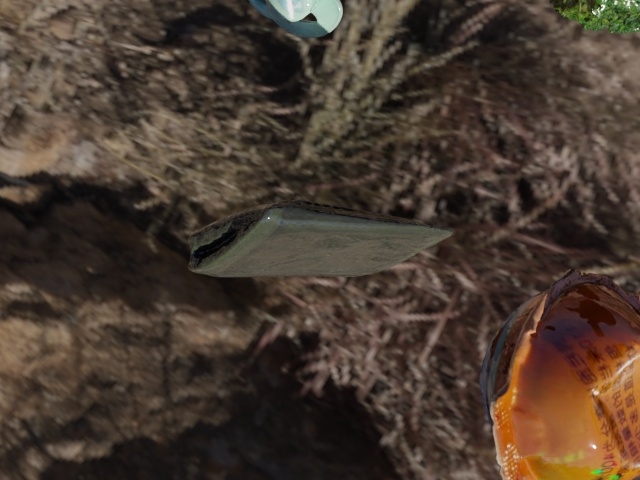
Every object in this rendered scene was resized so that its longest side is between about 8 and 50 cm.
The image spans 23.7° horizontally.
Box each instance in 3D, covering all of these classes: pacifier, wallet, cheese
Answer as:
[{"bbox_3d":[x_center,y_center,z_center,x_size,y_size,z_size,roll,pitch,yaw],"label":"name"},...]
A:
[{"bbox_3d":[-0.023,-0.300,1.664,0.116,0.126,0.150,-55,141,-41],"label":"pacifier"},{"bbox_3d":[0.000,0.000,1.577,0.245,0.168,0.052,5,70,-36],"label":"wallet"},{"bbox_3d":[0.259,0.116,1.354,0.329,0.129,0.217,-27,112,-40],"label":"cheese"}]

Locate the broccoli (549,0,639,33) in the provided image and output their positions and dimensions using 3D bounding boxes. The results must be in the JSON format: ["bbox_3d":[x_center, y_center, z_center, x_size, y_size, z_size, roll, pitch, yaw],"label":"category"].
[{"bbox_3d":[0.327,-0.363,1.596,0.304,0.321,0.283,-46,118,-11],"label":"broccoli"}]
